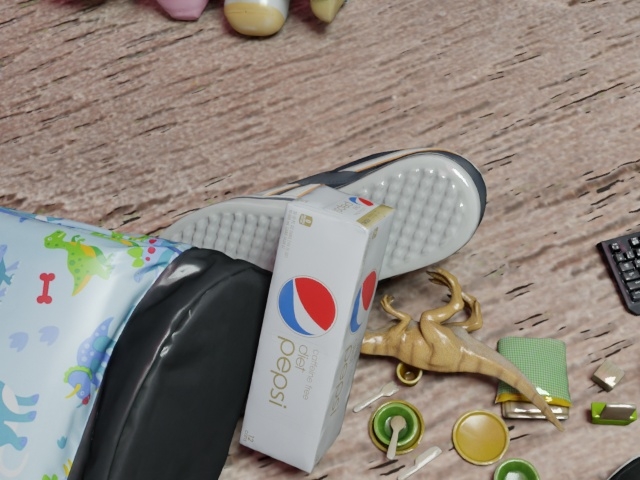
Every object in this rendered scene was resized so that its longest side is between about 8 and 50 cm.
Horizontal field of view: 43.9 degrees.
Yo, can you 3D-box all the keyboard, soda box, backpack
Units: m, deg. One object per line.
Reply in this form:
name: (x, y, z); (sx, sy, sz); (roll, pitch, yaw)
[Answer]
keyboard: (0.352, -0.002, 0.734); (0.180, 0.023, 0.108); (-14, 61, -1)
soda box: (-0.004, 0.071, 0.640); (0.069, 0.074, 0.216); (18, 110, 17)
backpack: (-0.260, 0.092, 0.654); (0.355, 0.273, 0.290); (17, 79, 30)

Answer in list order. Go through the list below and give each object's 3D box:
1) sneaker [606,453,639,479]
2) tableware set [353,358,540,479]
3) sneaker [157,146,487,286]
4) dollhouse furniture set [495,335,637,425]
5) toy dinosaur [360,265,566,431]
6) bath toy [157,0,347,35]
sneaker: (0.215, 0.237, 0.564); (0.079, 0.121, 0.217); (32, 70, 21)
tableware set: (0.106, 0.170, 0.672); (0.104, 0.024, 0.154); (-31, 62, -10)
sneaker: (0.000, 0.000, 0.731); (0.321, 0.127, 0.126); (-13, 97, 23)
dollhouse furniture set: (0.225, 0.111, 0.668); (0.151, 0.058, 0.076); (1, 61, 8)
toy dinosaur: (0.113, 0.091, 0.689); (0.211, 0.064, 0.112); (13, 64, 17)
bath toy: (-0.144, -0.320, 0.916); (0.348, 0.151, 0.129); (8, 25, 15)
